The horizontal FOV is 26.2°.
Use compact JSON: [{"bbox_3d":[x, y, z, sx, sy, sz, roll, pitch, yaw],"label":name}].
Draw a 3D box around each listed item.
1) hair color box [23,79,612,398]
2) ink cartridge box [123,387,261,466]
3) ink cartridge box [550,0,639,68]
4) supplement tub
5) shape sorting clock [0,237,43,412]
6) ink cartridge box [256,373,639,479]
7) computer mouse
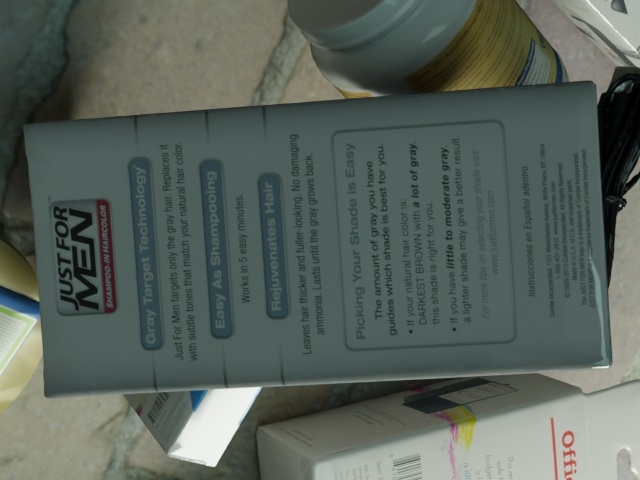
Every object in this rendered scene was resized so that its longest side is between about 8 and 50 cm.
[{"bbox_3d":[0.000,0.000,0.937,0.374,0.113,0.185,-4,93,6],"label":"hair color box"},{"bbox_3d":[-0.106,0.103,1.074,0.052,0.122,0.088,22,103,-41],"label":"ink cartridge box"},{"bbox_3d":[0.275,-0.232,1.135,0.218,0.092,0.159,33,96,-40],"label":"ink cartridge box"},{"bbox_3d":[0.082,-0.145,1.034,0.144,0.144,0.199,-48,129,0],"label":"supplement tub"},{"bbox_3d":[-0.298,0.073,0.995,0.206,0.040,0.206,-17,126,-25],"label":"shape sorting clock"},{"bbox_3d":[0.131,0.240,1.258,0.353,0.119,0.207,-10,101,-25],"label":"ink cartridge box"},{"bbox_3d":[0.174,-0.033,1.107,0.072,0.272,0.189,19,82,-9],"label":"computer mouse"}]
